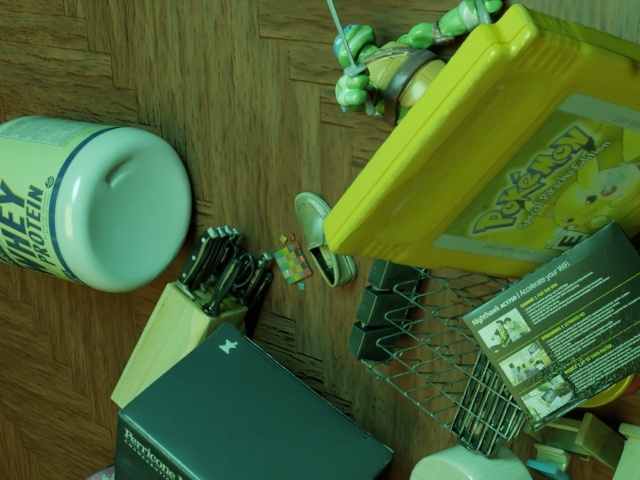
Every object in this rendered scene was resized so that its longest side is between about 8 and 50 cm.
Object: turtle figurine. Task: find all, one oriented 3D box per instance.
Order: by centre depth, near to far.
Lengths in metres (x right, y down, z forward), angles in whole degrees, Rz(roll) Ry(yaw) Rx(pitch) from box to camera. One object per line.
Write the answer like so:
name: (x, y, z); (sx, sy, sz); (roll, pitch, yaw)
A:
turtle figurine: (0.121, -0.183, 0.942); (0.266, 0.197, 0.275); (40, 131, 16)

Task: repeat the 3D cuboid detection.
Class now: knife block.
knife block: (-0.185, 0.114, 1.285); (0.088, 0.275, 0.242); (38, 156, 23)

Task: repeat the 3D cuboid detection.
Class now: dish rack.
dish rack: (0.149, 0.104, 1.049); (0.271, 0.074, 0.208); (34, 116, 42)

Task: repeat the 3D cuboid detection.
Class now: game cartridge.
game cartridge: (0.205, -0.064, 0.848); (0.285, 0.323, 0.053); (-52, 44, 40)

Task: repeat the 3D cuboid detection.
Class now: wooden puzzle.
wooden puzzle: (-0.039, 0.031, 1.282); (0.049, 0.006, 0.083); (-27, 89, 42)

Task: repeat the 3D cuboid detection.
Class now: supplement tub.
supplement tub: (-0.379, -0.062, 1.369); (0.324, 0.235, 0.236); (11, 113, 36)

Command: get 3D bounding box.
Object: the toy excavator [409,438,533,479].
toy excavator: (0.140, 0.485, 1.127); (0.445, 0.222, 0.433); (-30, 74, 50)

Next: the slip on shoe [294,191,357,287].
slip on shoe: (0.000, 0.000, 1.214); (0.051, 0.041, 0.135); (-24, 91, 42)

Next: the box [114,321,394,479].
box: (-0.112, 0.366, 1.272); (0.293, 0.212, 0.396); (36, 139, 19)

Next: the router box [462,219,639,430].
router box: (0.250, 0.083, 0.898); (0.179, 0.046, 0.133); (-34, 81, 14)

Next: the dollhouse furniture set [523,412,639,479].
dollhouse furniture set: (0.314, 0.275, 0.991); (0.129, 0.129, 0.183); (37, 161, -30)

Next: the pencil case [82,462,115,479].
pencil case: (-0.307, 0.571, 1.612); (0.386, 0.167, 0.160); (63, 166, 1)

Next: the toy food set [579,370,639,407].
toy food set: (0.294, 0.115, 0.993); (0.217, 0.071, 0.128); (-3, 85, 46)
